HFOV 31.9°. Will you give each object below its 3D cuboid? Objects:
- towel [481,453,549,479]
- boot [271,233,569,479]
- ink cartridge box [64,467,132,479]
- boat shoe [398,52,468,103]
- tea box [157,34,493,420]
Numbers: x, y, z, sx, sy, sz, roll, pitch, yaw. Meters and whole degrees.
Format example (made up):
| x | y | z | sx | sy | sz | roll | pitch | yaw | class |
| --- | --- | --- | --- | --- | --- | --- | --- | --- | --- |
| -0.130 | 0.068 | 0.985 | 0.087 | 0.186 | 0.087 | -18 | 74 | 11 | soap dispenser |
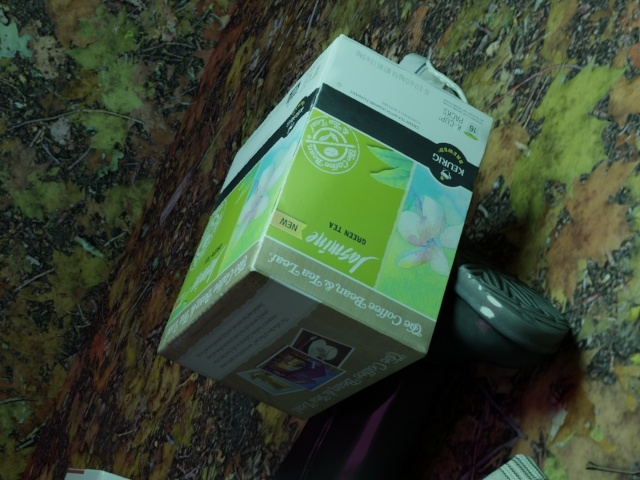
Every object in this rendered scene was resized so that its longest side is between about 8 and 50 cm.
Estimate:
| x | y | z | sx | sy | sz | roll | pitch | yaw | class |
| --- | --- | --- | --- | --- | --- | --- | --- | --- | --- |
| 0.122 | 0.372 | 1.067 | 0.324 | 0.056 | 0.312 | -30 | 34 | 1 | towel |
| 0.093 | 0.221 | 1.348 | 0.445 | 0.146 | 0.367 | -60 | 15 | 9 | boot |
| -0.269 | 0.456 | 1.781 | 0.197 | 0.273 | 0.114 | -18 | 50 | 60 | ink cartridge box |
| 0.155 | -0.170 | 1.584 | 0.136 | 0.156 | 0.367 | -65 | -6 | 18 | boat shoe |
| 0.000 | 0.000 | 1.330 | 0.329 | 0.220 | 0.323 | -41 | 27 | 57 | tea box |
